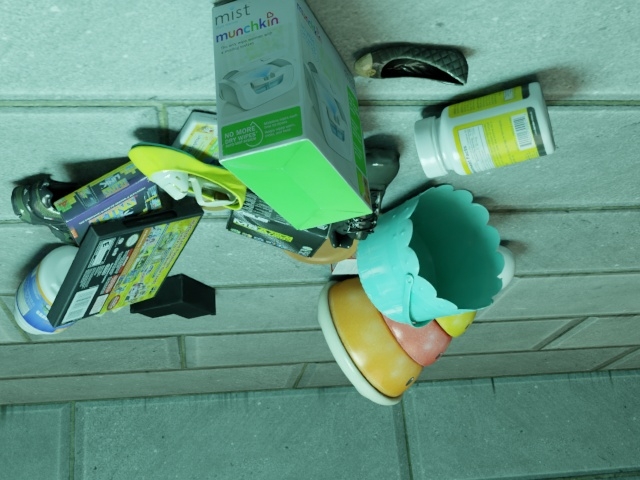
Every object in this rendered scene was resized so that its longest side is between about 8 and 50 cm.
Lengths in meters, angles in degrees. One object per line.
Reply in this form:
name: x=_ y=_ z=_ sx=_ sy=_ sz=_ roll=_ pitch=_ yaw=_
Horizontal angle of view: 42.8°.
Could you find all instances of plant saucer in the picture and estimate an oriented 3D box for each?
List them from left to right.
plant saucer: x=-0.207 y=-0.076 z=1.608 sx=0.083 sy=0.015 sz=0.083 roll=-5 pitch=158 yaw=-2
plant saucer: x=0.000 y=0.000 z=1.774 sx=0.200 sy=0.037 sz=0.200 roll=-1 pitch=149 yaw=0

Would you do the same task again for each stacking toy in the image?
stacking toy: x=0.265 y=0.158 z=2.013 sx=0.480 sy=0.350 sz=0.350 roll=-32 pitch=149 yaw=19

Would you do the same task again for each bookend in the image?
bookend: x=-0.371 y=0.153 z=2.067 sx=0.156 sy=0.072 sz=0.157 roll=-14 pitch=158 yaw=23

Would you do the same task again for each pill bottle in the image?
pill bottle: x=-0.594 y=0.124 z=1.835 sx=0.152 sy=0.152 sz=0.272 roll=10 pitch=153 yaw=-33
pill bottle: x=0.266 y=-0.174 z=1.330 sx=0.208 sy=0.119 sz=0.119 roll=-13 pitch=157 yaw=19

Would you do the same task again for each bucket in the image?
bucket: x=0.222 y=0.038 z=1.674 sx=0.281 sy=0.281 sz=0.183 roll=12 pitch=156 yaw=-37

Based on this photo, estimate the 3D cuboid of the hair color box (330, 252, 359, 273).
hair color box: x=0.114 y=0.040 z=1.922 sx=0.167 sy=0.053 sz=0.093 roll=1 pitch=156 yaw=-11

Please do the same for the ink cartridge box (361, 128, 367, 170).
ink cartridge box: x=0.040 y=-0.149 z=1.355 sx=0.062 sy=0.109 sz=0.209 roll=-8 pitch=158 yaw=8

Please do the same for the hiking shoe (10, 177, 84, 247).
hiking shoe: x=-0.454 y=-0.050 z=1.521 sx=0.114 sy=0.086 sz=0.227 roll=-16 pitch=156 yaw=30

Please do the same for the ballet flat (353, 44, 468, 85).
ballet flat: x=0.135 y=-0.253 z=1.195 sx=0.173 sy=0.049 sz=0.057 roll=-2 pitch=157 yaw=-8

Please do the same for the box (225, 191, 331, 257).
box: x=-0.086 y=-0.030 z=1.603 sx=0.191 sy=0.045 sz=0.184 roll=19 pitch=166 yaw=-7

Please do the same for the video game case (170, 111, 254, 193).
video game case: x=-0.159 y=-0.147 z=1.428 sx=0.206 sy=0.026 sz=0.227 roll=6 pitch=157 yaw=-26

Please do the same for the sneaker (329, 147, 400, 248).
sneaker: x=0.079 y=-0.075 z=1.525 sx=0.109 sy=0.130 sz=0.286 roll=2 pitch=156 yaw=-14

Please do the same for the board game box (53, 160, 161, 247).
board game box: x=-0.373 y=-0.062 z=1.456 sx=0.170 sy=0.048 sz=0.141 roll=-32 pitch=164 yaw=-15

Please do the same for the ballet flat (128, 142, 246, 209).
ballet flat: x=-0.218 y=-0.101 z=1.387 sx=0.231 sy=0.077 sz=0.077 roll=16 pitch=152 yaw=-42

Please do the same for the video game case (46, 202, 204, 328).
video game case: x=-0.377 y=0.047 z=1.581 sx=0.248 sy=0.035 sz=0.275 roll=-17 pitch=151 yaw=-47

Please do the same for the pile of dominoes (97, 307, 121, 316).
pile of dominoes: x=-0.389 y=0.058 z=1.696 sx=0.251 sy=0.040 sz=0.196 roll=-43 pitch=153 yaw=4

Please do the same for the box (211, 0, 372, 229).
box: x=-0.037 y=-0.170 z=1.117 sx=0.127 sy=0.231 sz=0.262 roll=-12 pitch=157 yaw=18
